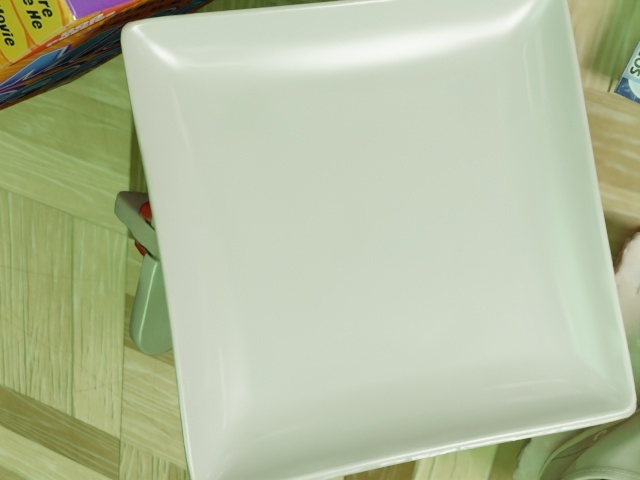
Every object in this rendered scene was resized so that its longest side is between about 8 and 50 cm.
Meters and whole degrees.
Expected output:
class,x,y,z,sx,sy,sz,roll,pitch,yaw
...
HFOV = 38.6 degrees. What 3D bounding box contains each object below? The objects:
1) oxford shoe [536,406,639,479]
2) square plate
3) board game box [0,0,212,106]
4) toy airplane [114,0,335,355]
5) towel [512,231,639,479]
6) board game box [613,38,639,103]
class,x,y,z,sx,sy,sz,roll,pitch,yaw
oxford shoe,0.356,0.171,0.774,0.169,0.130,0.449,48,123,2
square plate,0.048,-0.010,0.689,0.343,0.049,0.347,-9,88,-11
board game box,-0.302,-0.314,0.791,0.356,0.356,0.357,-19,104,33
toy airplane,0.000,0.000,0.845,0.386,0.272,0.384,-32,112,2
towel,0.381,0.182,0.872,0.316,0.053,0.332,26,123,15
board game box,0.341,-0.182,0.723,0.136,0.035,0.201,27,123,13
